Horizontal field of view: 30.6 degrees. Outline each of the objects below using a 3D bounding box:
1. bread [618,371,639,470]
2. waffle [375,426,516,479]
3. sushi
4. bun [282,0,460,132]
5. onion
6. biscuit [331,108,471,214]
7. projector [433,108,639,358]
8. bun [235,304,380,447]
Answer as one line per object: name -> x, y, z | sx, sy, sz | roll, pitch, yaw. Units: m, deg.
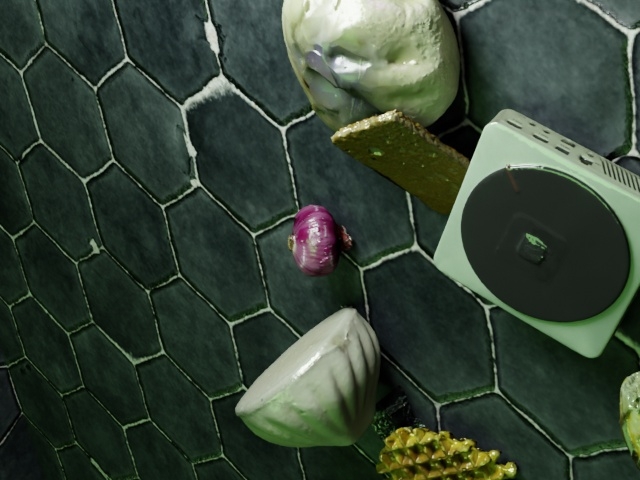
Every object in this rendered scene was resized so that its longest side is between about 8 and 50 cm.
bread -> 0.491, 0.250, 1.455 | 0.257, 0.124, 0.186 | 49, 135, 12
waffle -> 0.200, 0.390, 1.895 | 0.232, 0.051, 0.228 | 23, 135, 15
sushi -> 0.122, 0.302, 1.955 | 0.084, 0.056, 0.083 | 53, 143, 8
bun -> 0.051, -0.247, 1.554 | 0.273, 0.168, 0.273 | 31, 143, 27
onion -> 0.000, 0.000, 1.851 | 0.104, 0.115, 0.115 | -2, 125, -1
biscuit -> 0.133, -0.103, 1.569 | 0.231, 0.025, 0.131 | 31, 150, -33
projector -> 0.298, -0.009, 1.501 | 0.257, 0.079, 0.259 | 31, 134, 16
bun -> 0.009, 0.249, 1.893 | 0.175, 0.263, 0.263 | 49, 143, -4
